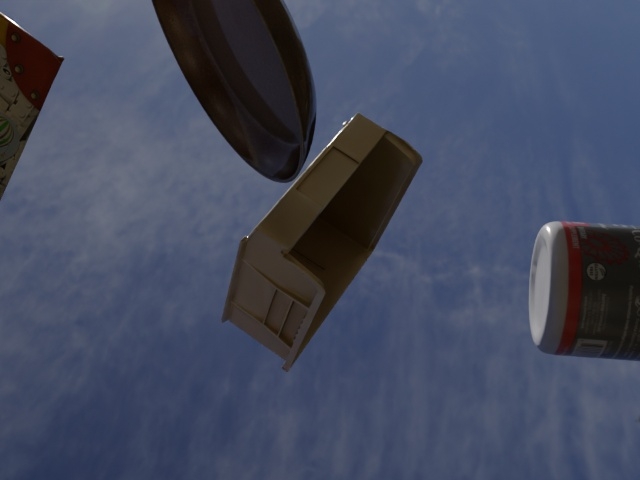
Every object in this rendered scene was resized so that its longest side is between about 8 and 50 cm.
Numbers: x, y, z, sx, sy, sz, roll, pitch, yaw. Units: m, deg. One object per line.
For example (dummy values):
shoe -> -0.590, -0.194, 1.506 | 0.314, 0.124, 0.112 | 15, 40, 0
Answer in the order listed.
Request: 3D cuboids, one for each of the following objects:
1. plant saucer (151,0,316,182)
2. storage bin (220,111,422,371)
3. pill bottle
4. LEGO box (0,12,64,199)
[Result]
plant saucer -> -0.093, -0.208, 0.773 | 0.050, 0.310, 0.310 | -33, -95, -17
storage bin -> 0.000, 0.000, 0.989 | 0.123, 0.260, 0.262 | 34, -124, 7
pill bottle -> 0.520, 0.082, 1.106 | 0.363, 0.210, 0.210 | 3, -123, 7
LEGO box -> -0.485, -0.099, 0.466 | 0.500, 0.193, 0.372 | 35, -115, -47
